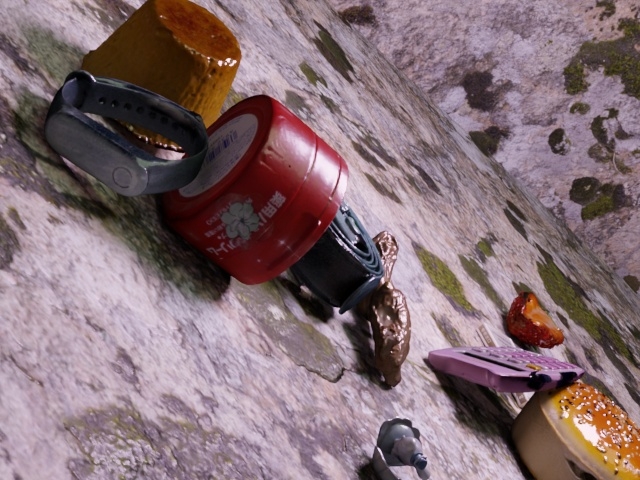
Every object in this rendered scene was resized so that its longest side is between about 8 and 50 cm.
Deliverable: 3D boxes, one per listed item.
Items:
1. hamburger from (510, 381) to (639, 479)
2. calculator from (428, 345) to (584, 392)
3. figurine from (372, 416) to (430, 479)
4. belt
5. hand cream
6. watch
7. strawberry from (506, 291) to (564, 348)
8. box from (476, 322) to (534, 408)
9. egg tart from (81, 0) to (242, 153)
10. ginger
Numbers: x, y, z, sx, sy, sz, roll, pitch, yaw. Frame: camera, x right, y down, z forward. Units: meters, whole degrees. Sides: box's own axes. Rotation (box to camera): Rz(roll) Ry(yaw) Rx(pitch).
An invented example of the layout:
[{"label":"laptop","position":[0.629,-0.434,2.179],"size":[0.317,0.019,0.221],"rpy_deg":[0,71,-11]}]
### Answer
[{"label":"hamburger","position":[0.472,0.373,2.215],"size":[0.300,0.176,0.300],"rpy_deg":[42,19,-18]},{"label":"calculator","position":[0.326,0.219,2.188],"size":[0.194,0.043,0.294],"rpy_deg":[14,8,41]},{"label":"figurine","position":[0.110,0.283,1.657],"size":[0.094,0.082,0.086],"rpy_deg":[49,-5,-21]},{"label":"belt","position":[0.000,0.000,1.926],"size":[0.206,0.116,0.267],"rpy_deg":[39,18,-41]},{"label":"hand cream","position":[-0.088,-0.069,1.671],"size":[0.149,0.230,0.230],"rpy_deg":[42,19,-24]},{"label":"watch","position":[-0.245,-0.137,1.599],"size":[0.206,0.068,0.193],"rpy_deg":[30,29,5]},{"label":"strawberry","position":[0.449,0.179,2.714],"size":[0.140,0.085,0.192],"rpy_deg":[48,18,-9]},{"label":"box","position":[0.380,0.254,2.481],"size":[0.109,0.029,0.198],"rpy_deg":[31,25,-46]},{"label":"egg tart","position":[-0.219,-0.239,1.795],"size":[0.215,0.171,0.215],"rpy_deg":[28,31,-19]},{"label":"ginger","position":[0.094,0.098,1.978],"size":[0.290,0.084,0.122],"rpy_deg":[-95,173,-51]}]
